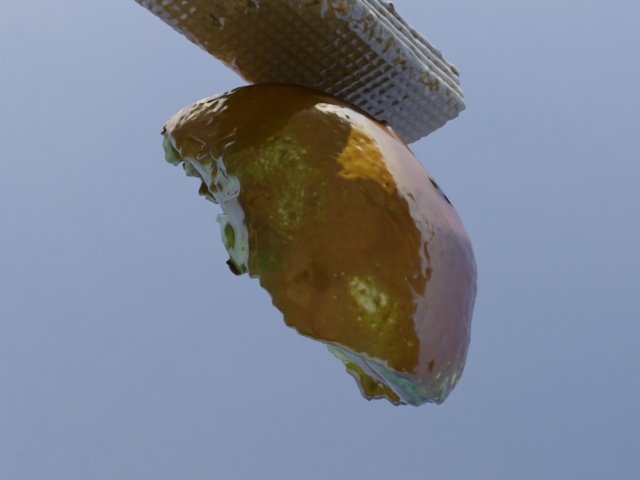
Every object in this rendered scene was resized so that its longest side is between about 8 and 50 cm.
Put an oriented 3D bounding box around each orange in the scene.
[{"bbox_3d":[0.006,-0.008,0.969,0.196,0.262,0.335,-44,-136,16],"label":"orange"}]

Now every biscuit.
[{"bbox_3d":[-0.037,-0.205,1.010,0.144,0.426,0.078,-28,-129,28],"label":"biscuit"}]
